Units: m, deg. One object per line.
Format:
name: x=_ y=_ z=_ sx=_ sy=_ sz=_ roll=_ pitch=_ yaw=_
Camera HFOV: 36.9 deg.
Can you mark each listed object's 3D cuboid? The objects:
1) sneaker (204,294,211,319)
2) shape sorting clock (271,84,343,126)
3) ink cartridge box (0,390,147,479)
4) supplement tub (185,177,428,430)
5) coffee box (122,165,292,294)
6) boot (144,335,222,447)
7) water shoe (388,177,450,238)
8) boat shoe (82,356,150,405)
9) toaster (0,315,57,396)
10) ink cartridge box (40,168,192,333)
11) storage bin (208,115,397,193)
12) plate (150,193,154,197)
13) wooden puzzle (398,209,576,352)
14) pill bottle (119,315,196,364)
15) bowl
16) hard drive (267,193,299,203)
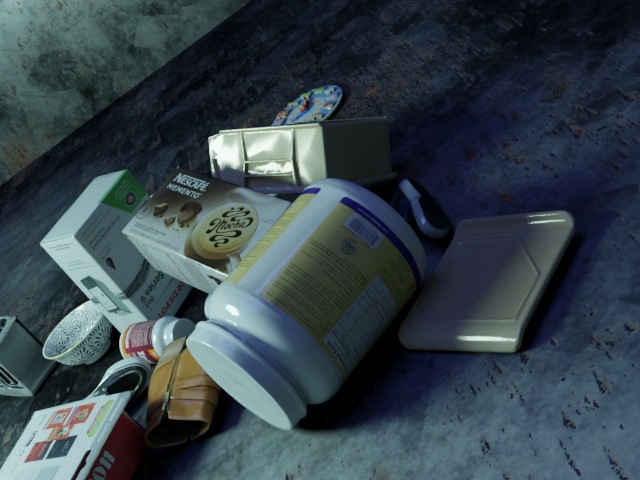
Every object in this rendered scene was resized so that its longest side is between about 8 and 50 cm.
sneaker: x=-0.152 y=0.071 z=1.790 sx=0.085 sy=0.086 sz=0.237 roll=14 pitch=36 yaw=14
shape sorting clock: x=-0.036 y=-0.317 z=2.358 sx=0.206 sy=0.040 sz=0.206 roll=-30 pitch=27 yaw=17
ink cartridge box: x=-0.418 y=0.416 z=1.565 sx=0.271 sy=0.130 sz=0.309 roll=-18 pitch=33 yaw=36
supplement tub: x=-0.019 y=0.094 z=1.451 sx=0.331 sy=0.241 sz=0.241 roll=-49 pitch=28 yaw=-20
coffee box: x=-0.176 y=-0.005 z=1.655 sx=0.297 sy=0.119 sz=0.168 roll=20 pitch=64 yaw=40
boot: x=-0.184 y=0.216 z=1.615 sx=0.283 sy=0.109 sz=0.220 roll=-27 pitch=29 yaw=20
water shoe: x=0.165 y=-0.035 z=1.642 sx=0.080 sy=0.073 sz=0.203 roll=-55 pitch=18 yaw=17
boat shoe: x=-0.398 y=0.309 z=1.785 sx=0.219 sy=0.078 sz=0.070 roll=-44 pitch=25 yaw=7
toaster: x=-0.698 y=0.260 z=2.139 sx=0.168 sy=0.186 sz=0.110 roll=-3 pitch=45 yaw=38
ink cartridge box: x=-0.398 y=0.032 z=1.981 sx=0.121 sy=0.289 sz=0.211 roll=-10 pitch=38 yaw=39
storage bin: x=-0.033 y=-0.161 z=1.807 sx=0.260 sy=0.123 sz=0.262 roll=0 pitch=9 yaw=32
plate: x=-0.429 y=-0.031 z=2.394 sx=0.278 sy=0.045 sz=0.277 roll=-29 pitch=28 yaw=18
wooden puzzle: x=0.245 y=0.063 z=1.399 sx=0.221 sy=0.044 sz=0.239 roll=-5 pitch=46 yaw=48
pill bottle: x=-0.308 y=0.192 z=1.837 sx=0.152 sy=0.086 sz=0.086 roll=-15 pitch=34 yaw=40
bowl: x=-0.505 y=0.213 z=2.058 sx=0.170 sy=0.080 sz=0.170 roll=-30 pitch=27 yaw=17
hard drive: x=-0.151 y=-0.033 z=1.921 sx=0.233 sy=0.047 sz=0.353 roll=-35 pitch=10 yaw=-1
